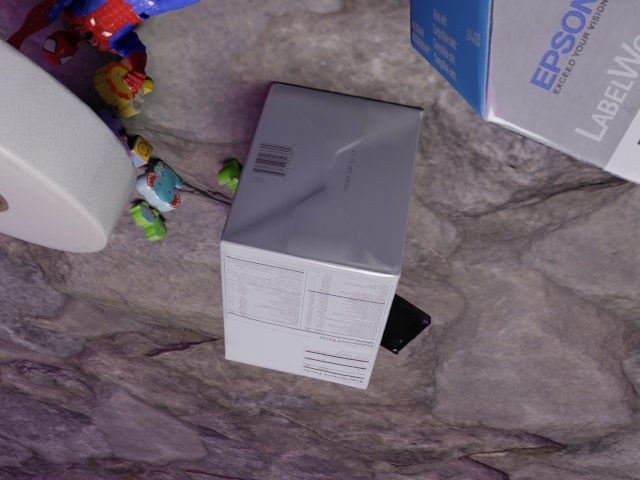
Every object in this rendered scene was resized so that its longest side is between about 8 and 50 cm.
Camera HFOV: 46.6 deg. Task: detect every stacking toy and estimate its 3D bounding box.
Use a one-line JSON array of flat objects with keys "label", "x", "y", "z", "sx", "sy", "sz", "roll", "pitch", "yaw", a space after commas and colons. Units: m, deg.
[{"label": "stacking toy", "x": -0.193, "y": -0.079, "z": 0.780, "sx": 0.167, "sy": 0.052, "sz": 0.221, "roll": -17, "pitch": 135, "yaw": 34}]

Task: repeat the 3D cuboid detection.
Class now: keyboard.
[{"label": "keyboard", "x": 0.043, "y": 0.081, "z": 0.950, "sx": 0.192, "sy": 0.038, "sz": 0.100, "roll": 34, "pitch": 115, "yaw": -25}]

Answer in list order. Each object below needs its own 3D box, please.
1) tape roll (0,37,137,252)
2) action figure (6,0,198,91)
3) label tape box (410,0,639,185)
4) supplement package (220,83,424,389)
[{"label": "tape roll", "x": -0.348, "y": -0.104, "z": 0.626, "sx": 0.392, "sy": 0.072, "sz": 0.392, "roll": 19, "pitch": 162, "yaw": 6}, {"label": "action figure", "x": -0.142, "y": -0.178, "z": 0.570, "sx": 0.280, "sy": 0.139, "sz": 0.091, "roll": -17, "pitch": 133, "yaw": 37}, {"label": "label tape box", "x": 0.143, "y": -0.126, "z": 0.452, "sx": 0.334, "sy": 0.240, "sz": 0.105, "roll": 21, "pitch": 111, "yaw": -10}, {"label": "supplement package", "x": 0.000, "y": 0.000, "z": 0.708, "sx": 0.149, "sy": 0.194, "sz": 0.203, "roll": 11, "pitch": 143, "yaw": 3}]
